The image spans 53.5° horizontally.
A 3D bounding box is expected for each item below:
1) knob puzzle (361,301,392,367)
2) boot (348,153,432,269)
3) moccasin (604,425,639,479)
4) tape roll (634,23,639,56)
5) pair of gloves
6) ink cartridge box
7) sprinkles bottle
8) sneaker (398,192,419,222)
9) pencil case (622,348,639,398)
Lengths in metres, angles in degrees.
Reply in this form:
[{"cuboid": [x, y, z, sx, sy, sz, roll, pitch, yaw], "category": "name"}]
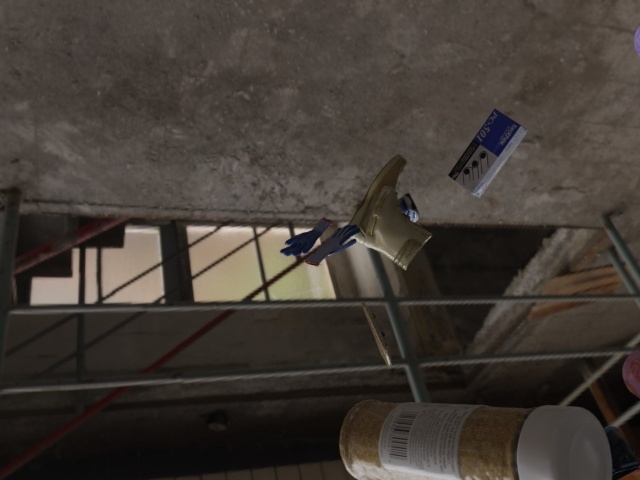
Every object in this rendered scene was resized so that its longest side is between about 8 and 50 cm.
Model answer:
[{"cuboid": [0.170, 0.267, 1.773, 0.030, 0.213, 0.213, -21, 142, -2], "category": "knob puzzle"}, {"cuboid": [0.212, -0.075, 1.678, 0.262, 0.203, 0.095, -60, 166, 3], "category": "boot"}, {"cuboid": [0.558, 0.522, 1.346, 0.342, 0.117, 0.138, -29, 150, -21], "category": "moccasin"}, {"cuboid": [0.669, -0.370, 1.127, 0.080, 0.189, 0.189, -60, 140, -12], "category": "tape roll"}, {"cuboid": [0.000, 0.000, 1.525, 0.159, 0.198, 0.023, -41, 121, -26], "category": "pair of gloves"}, {"cuboid": [0.427, -0.223, 1.629, 0.046, 0.097, 0.207, 15, 115, -45], "category": "ink cartridge box"}, {"cuboid": [0.179, 0.270, 0.820, 0.121, 0.121, 0.355, 17, 160, -35], "category": "sprinkles bottle"}, {"cuboid": [0.215, -0.065, 1.774, 0.081, 0.080, 0.211, -20, 164, -14], "category": "sneaker"}, {"cuboid": [0.708, 0.318, 1.246, 0.124, 0.284, 0.124, 0, 106, 0], "category": "pencil case"}]
